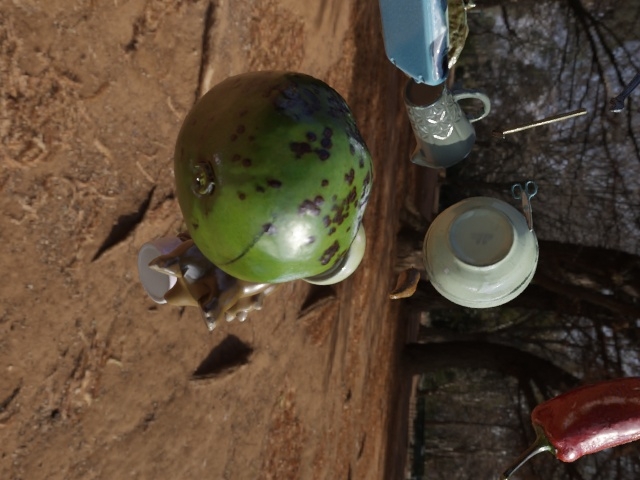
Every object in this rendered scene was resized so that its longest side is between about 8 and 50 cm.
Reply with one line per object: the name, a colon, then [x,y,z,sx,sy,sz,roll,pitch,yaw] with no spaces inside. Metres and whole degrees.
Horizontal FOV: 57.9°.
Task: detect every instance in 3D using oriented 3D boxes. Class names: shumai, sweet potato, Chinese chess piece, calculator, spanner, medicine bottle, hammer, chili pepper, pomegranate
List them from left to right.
medicine bottle: [-0.291,0.047,1.425,0.274,0.165,0.164,-16,114,-42]
pomegranate: [-0.047,-0.073,0.700,0.271,0.255,0.254,-5,98,-60]
Chinese chess piece: [0.000,0.000,1.492,0.092,0.238,0.237,-13,106,-62]
sweet potato: [0.279,0.122,1.836,0.314,0.066,0.072,-41,141,-67]
calculator: [0.165,-0.408,1.036,0.173,0.051,0.293,48,-17,40]
shumai: [0.355,-0.685,1.878,0.288,0.292,0.329,-50,134,-69]
hammer: [0.472,-0.252,1.241,0.062,0.199,0.013,-96,171,-72]
chili pepper: [0.510,0.380,1.189,0.134,0.339,0.131,44,26,-63]
spanner: [0.861,-0.417,1.618,0.208,0.046,0.012,-42,146,-24]

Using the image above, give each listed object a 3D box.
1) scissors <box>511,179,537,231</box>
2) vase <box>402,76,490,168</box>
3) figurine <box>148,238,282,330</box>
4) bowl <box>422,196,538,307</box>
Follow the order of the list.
scissors: [0.468,-0.078,1.316,0.014,0.058,0.119,22,62,-56]
vase: [0.307,-0.317,1.474,0.301,0.251,0.156,35,32,-61]
figurine: [-0.174,0.063,1.032,0.247,0.177,0.173,-43,-178,-40]
bowl: [0.421,0.014,1.535,0.163,0.308,0.306,57,36,-66]
